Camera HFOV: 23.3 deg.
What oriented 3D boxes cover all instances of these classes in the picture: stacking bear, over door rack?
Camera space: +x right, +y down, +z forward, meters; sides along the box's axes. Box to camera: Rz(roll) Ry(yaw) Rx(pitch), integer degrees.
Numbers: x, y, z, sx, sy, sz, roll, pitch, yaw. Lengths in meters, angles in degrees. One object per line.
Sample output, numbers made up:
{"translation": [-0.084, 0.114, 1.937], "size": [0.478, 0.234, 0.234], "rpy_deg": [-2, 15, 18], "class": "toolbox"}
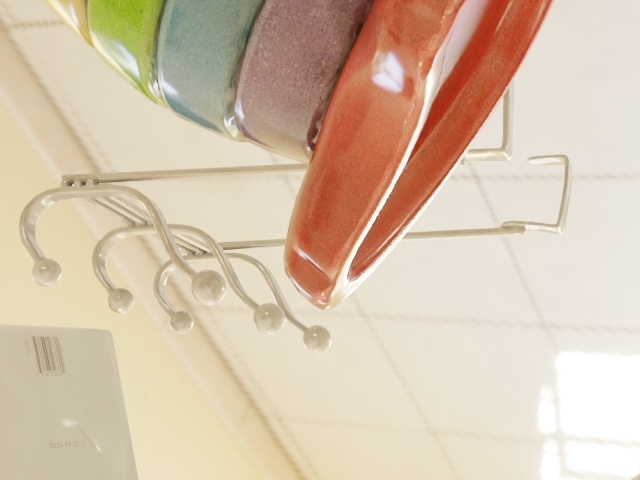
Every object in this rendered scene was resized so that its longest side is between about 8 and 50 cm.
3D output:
{"translation": [-0.059, -0.136, 0.623], "size": [0.289, 0.164, 0.175], "rpy_deg": [32, 129, 12], "class": "stacking bear"}
{"translation": [0.000, 0.000, 1.027], "size": [0.324, 0.108, 0.239], "rpy_deg": [-14, 165, 14], "class": "over door rack"}

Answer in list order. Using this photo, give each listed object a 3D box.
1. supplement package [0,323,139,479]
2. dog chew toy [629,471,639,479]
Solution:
{"translation": [-0.277, 0.156, 1.155], "size": [0.203, 0.149, 0.194], "rpy_deg": [-16, 169, 21], "class": "supplement package"}
{"translation": [0.219, 0.106, 0.622], "size": [0.206, 0.206, 0.332], "rpy_deg": [20, 112, 9], "class": "dog chew toy"}
